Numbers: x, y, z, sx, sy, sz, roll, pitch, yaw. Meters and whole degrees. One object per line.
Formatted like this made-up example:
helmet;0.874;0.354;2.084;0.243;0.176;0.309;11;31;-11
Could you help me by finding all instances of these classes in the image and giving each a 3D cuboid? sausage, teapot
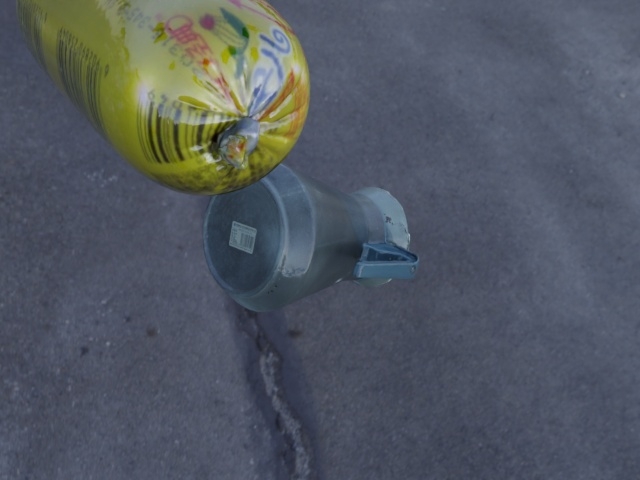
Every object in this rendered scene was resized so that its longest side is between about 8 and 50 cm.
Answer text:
sausage;-0.114;-0.128;0.509;0.123;0.123;0.347;-10;32;-30
teapot;0.000;0.000;0.929;0.225;0.171;0.203;0;20;-46
